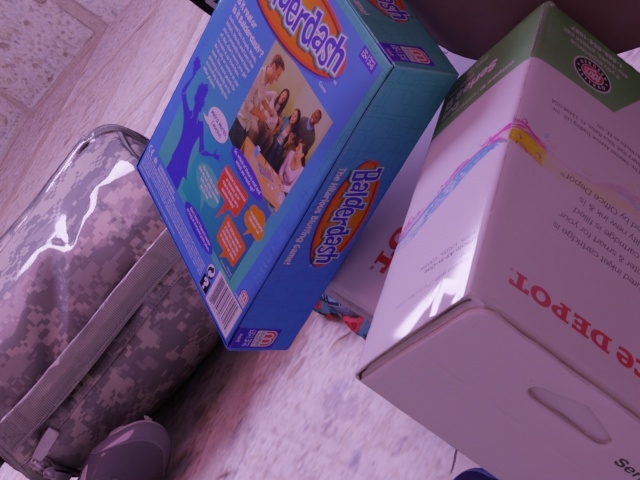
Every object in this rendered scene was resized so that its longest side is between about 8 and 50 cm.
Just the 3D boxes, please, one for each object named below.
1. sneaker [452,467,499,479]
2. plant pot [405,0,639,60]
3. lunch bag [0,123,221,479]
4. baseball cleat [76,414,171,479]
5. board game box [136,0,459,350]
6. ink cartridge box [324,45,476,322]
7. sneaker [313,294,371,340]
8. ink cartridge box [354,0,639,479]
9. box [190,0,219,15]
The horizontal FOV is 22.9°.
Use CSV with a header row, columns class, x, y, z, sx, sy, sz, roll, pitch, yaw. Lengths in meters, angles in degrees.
class,x,y,z,sx,sy,sz,roll,pitch,yaw
sneaker,0.073,0.154,0.785,0.053,0.059,0.144,-50,16,21
plant pot,0.114,-0.259,0.836,0.323,0.280,0.323,-11,33,8
lunch bag,-0.202,0.061,1.423,0.305,0.212,0.256,-50,11,-1
baseball cleat,-0.186,0.246,1.321,0.206,0.072,0.109,-52,30,22
board game box,-0.022,-0.066,0.899,0.210,0.047,0.160,-59,45,34
ink cartridge box,0.050,-0.056,0.998,0.201,0.117,0.278,-56,40,-4
sneaker,0.000,0.000,1.168,0.104,0.125,0.262,-59,17,-13
ink cartridge box,0.122,0.013,0.763,0.093,0.154,0.212,-40,22,41
box,-0.008,-0.277,1.395,0.079,0.322,0.257,-35,25,51
